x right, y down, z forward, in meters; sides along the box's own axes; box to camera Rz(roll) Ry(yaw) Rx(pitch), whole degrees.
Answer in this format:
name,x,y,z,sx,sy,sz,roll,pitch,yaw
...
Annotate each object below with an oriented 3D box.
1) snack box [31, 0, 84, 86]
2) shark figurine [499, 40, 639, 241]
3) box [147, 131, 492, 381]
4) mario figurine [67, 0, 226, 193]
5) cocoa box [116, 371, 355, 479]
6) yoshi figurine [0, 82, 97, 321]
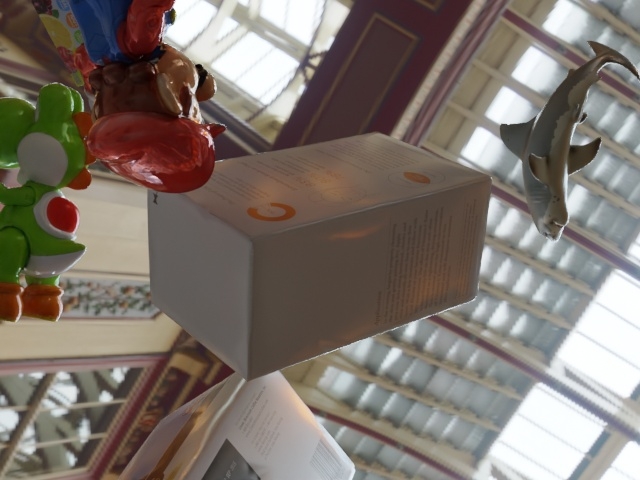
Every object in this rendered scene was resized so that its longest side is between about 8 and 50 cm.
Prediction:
name,x,y,z,sx,sy,sz,roll,pitch,yaw
snack box,-0.233,-0.236,0.930,0.100,0.037,0.141,-11,-57,22
shark figurine,0.293,-0.155,1.174,0.116,0.166,0.278,20,-94,44
box,0.000,0.000,1.076,0.215,0.345,0.168,30,-55,46
mario figurine,-0.164,-0.202,0.867,0.170,0.198,0.320,-17,-78,-5
cocoa box,-0.139,0.365,1.237,0.228,0.347,0.231,-34,-81,24
yoshi figurine,-0.464,-0.065,1.397,0.203,0.203,0.362,6,-96,65
